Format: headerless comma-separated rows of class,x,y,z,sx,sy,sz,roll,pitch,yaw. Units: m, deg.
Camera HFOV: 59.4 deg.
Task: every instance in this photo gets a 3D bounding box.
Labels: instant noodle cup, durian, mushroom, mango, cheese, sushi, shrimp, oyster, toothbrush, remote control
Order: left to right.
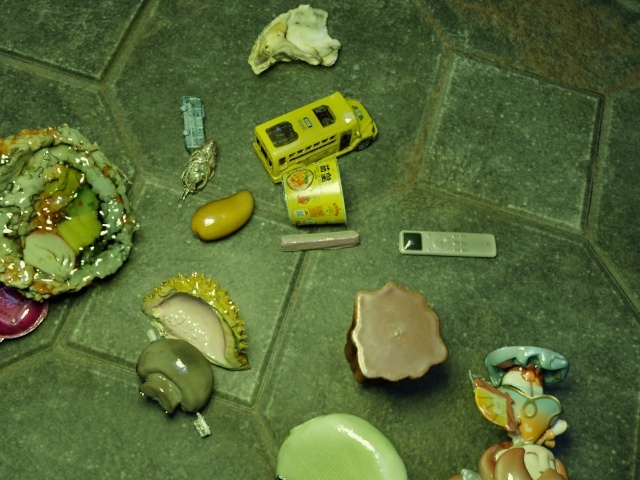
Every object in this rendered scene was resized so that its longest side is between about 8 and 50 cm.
cheese,-0.707,0.129,1.336,0.155,0.062,0.244,26,64,3
sushi,-0.599,-0.062,1.271,0.175,0.417,0.418,3,61,41
toothbrush,-0.336,0.329,1.309,0.024,0.026,0.288,-42,72,25
mushroom,-0.320,0.291,1.263,0.188,0.117,0.141,34,32,3
shrimp,-0.324,-0.182,1.479,0.074,0.073,0.190,33,83,-5
durian,-0.266,0.165,1.294,0.305,0.196,0.185,37,64,11
mango,-0.245,-0.063,1.439,0.184,0.085,0.102,-30,70,-25
oyster,-0.069,-0.572,1.639,0.271,0.100,0.275,4,56,-6
instant noodle cup,-0.016,-0.116,1.436,0.144,0.182,0.182,-10,70,1
remote control,0.337,0.008,1.486,0.260,0.029,0.067,2,69,-4

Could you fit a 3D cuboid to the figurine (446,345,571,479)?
figurine,0.416,0.448,1.215,0.276,0.248,0.388,21,56,-15

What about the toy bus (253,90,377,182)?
toy bus,-0.006,-0.289,1.507,0.331,0.151,0.145,-26,71,-13

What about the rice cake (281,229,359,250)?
rice cake,0.000,0.000,1.452,0.206,0.047,0.036,-3,63,-7

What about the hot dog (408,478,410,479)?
hot dog,0.230,0.612,1.224,0.242,0.073,0.084,43,77,12

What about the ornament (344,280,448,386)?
ornament,0.151,0.237,1.282,0.235,0.218,0.221,32,70,7

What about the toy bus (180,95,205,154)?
toy bus,-0.350,-0.318,1.545,0.065,0.047,0.166,-4,71,-12

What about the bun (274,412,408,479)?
bun,0.054,0.508,1.192,0.293,0.187,0.293,-3,82,20
